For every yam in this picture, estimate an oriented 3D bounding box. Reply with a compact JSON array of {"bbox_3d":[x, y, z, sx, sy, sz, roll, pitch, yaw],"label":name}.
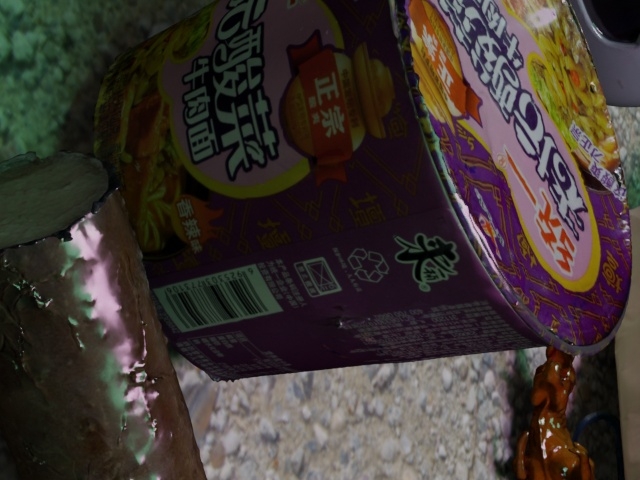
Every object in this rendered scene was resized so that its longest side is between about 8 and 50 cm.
[{"bbox_3d":[-0.149,0.091,1.182,0.131,0.131,0.279,-39,121,-49],"label":"yam"}]

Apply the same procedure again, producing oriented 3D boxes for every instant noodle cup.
[{"bbox_3d":[0.025,-0.056,1.269,0.340,0.266,0.339,37,45,-48],"label":"instant noodle cup"}]

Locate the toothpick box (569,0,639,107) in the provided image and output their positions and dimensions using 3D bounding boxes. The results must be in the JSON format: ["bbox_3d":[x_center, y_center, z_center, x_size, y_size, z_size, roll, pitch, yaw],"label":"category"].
[{"bbox_3d":[0.277,-0.284,1.731,0.263,0.263,0.354,-59,134,-38],"label":"toothpick box"}]

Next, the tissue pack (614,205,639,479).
[{"bbox_3d":[0.439,0.158,1.856,0.297,0.207,0.380,41,37,-34],"label":"tissue pack"}]

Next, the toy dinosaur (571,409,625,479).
[{"bbox_3d":[0.341,0.310,1.915,0.147,0.076,0.363,-40,121,-47],"label":"toy dinosaur"}]

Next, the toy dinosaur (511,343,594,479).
[{"bbox_3d":[0.221,0.303,1.734,0.208,0.097,0.432,-38,123,-60],"label":"toy dinosaur"}]
